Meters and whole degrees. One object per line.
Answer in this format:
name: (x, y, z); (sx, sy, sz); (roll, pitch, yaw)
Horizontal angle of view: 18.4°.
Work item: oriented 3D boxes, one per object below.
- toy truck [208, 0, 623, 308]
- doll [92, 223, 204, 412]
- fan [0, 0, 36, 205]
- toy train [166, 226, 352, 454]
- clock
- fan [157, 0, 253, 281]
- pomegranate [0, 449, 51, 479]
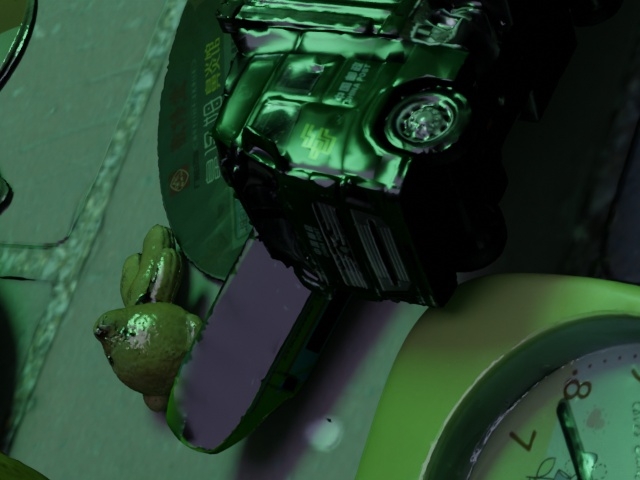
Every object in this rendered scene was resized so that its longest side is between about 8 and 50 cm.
toy truck: (0.047, -0.098, 0.780); (0.121, 0.088, 0.259); (11, 55, 28)
doll: (-0.078, 0.036, 0.938); (0.061, 0.051, 0.093); (-56, 8, 30)
fan: (-0.215, -0.087, 1.177); (0.152, 0.008, 0.227); (-43, 40, 16)
toy train: (0.000, 0.000, 0.862); (0.044, 0.042, 0.209); (29, 92, 33)
clock: (0.110, 0.100, 0.668); (0.232, 0.069, 0.170); (1, 64, 45)
fan: (0.018, -0.081, 0.928); (0.294, 0.012, 0.223); (3, 67, 46)
pomegranate: (-0.191, 0.190, 0.764); (0.281, 0.281, 0.281); (-26, 48, 33)
